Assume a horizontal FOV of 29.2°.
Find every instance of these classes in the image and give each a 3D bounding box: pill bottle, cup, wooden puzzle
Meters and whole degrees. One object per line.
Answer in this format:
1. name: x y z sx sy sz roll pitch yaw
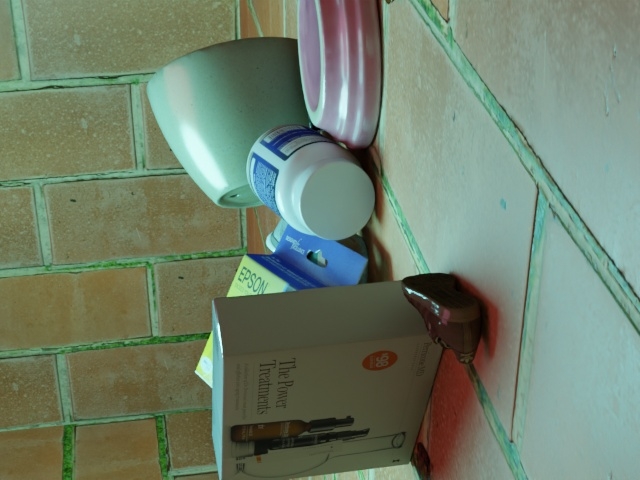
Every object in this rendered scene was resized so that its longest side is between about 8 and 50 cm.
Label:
1. pill bottle: -0.016 -0.094 1.989 0.265 0.153 0.153 -139 44 -66
2. cup: -0.134 -0.195 2.251 0.331 0.331 0.236 117 142 -74
3. wooden puzzle: 0.143 0.314 1.705 0.083 0.006 0.049 -116 22 -67

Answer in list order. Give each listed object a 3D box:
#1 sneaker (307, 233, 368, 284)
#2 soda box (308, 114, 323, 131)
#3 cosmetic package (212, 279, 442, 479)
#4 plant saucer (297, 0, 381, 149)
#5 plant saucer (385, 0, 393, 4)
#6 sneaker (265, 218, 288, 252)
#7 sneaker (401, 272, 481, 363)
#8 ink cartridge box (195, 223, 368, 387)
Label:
1. sneaker: 0.005 0.137 2.004 0.121 0.108 0.302 -21 56 60
2. soda box: 0.005 -0.273 2.110 0.053 0.060 0.168 159 106 -78
3. cosmetic package: 0.000 0.200 1.661 0.377 0.285 0.097 96 163 -54
4. plant saucer: 0.022 -0.305 1.909 0.332 0.084 0.332 175 90 -82
5. plant saucer: 0.095 -0.353 1.619 0.083 0.015 0.083 175 90 -81
6. sneaker: 0.000 0.000 2.137 0.229 0.086 0.132 35 108 38
7. sneaker: 0.136 0.087 1.421 0.188 0.066 0.071 -127 32 -75
8. ink cartridge box: -0.070 0.127 1.959 0.304 0.072 0.307 28 98 62
